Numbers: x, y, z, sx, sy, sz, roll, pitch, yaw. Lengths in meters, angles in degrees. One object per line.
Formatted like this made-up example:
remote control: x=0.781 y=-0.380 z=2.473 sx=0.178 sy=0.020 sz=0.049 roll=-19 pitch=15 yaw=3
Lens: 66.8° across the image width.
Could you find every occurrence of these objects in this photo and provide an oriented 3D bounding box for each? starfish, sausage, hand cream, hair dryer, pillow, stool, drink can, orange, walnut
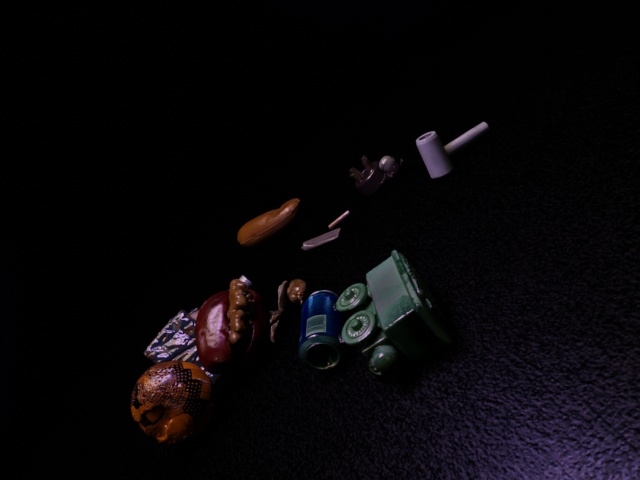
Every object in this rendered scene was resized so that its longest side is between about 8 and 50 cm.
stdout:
starfish: x=-0.129 y=0.204 z=1.509 sx=0.208 sy=0.053 sz=0.176 roll=-98 pitch=19 yaw=-64
sausage: x=-0.214 y=-0.075 z=2.134 sx=0.354 sy=0.116 sz=0.134 roll=-27 pitch=13 yaw=29
hand cream: x=0.000 y=0.000 z=1.748 sx=0.165 sy=0.037 sz=0.057 roll=-22 pitch=29 yaw=28
hair dryer: x=0.414 y=-0.300 z=1.467 sx=0.236 sy=0.131 sz=0.073 roll=-30 pitch=19 yaw=-3
pillow: x=-0.420 y=0.364 z=1.562 sx=0.189 sy=0.255 sz=0.034 roll=-50 pitch=-13 yaw=-14
stool: x=0.194 y=-0.242 z=1.727 sx=0.217 sy=0.121 sz=0.125 roll=-29 pitch=24 yaw=44
drink can: x=0.007 y=0.220 z=1.214 sx=0.118 sy=0.118 sz=0.205 roll=-35 pitch=23 yaw=20
orange: x=-0.408 y=0.450 z=1.365 sx=0.234 sy=0.234 sz=0.182 roll=-41 pitch=6 yaw=7
walnut: x=-0.259 y=0.261 z=1.476 sx=0.244 sy=0.222 sz=0.269 roll=-59 pitch=30 yaw=31

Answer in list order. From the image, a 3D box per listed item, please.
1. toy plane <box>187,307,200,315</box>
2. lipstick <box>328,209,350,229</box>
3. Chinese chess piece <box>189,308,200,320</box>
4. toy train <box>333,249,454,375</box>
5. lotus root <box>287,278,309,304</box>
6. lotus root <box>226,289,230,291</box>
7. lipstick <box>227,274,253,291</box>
toy plane: x=-0.486 y=0.318 z=1.942 sx=0.234 sy=0.082 sz=0.160 roll=-46 pitch=48 yaw=-4
lipstick: x=0.069 y=-0.075 z=1.768 sx=0.094 sy=0.019 sz=0.019 roll=-38 pitch=22 yaw=13
Chinese chess piece: x=-0.476 y=0.355 z=1.717 sx=0.250 sy=0.103 sz=0.250 roll=-43 pitch=-5 yaw=-4
toy train: x=0.145 y=0.162 z=1.044 sx=0.202 sy=0.145 sz=0.266 roll=-35 pitch=24 yaw=12
lotus root: x=-0.069 y=0.161 z=1.522 sx=0.072 sy=0.063 sz=0.152 roll=-53 pitch=19 yaw=8
lotus root: x=-0.289 y=0.224 z=1.753 sx=0.258 sy=0.097 sz=0.110 roll=-1 pitch=44 yaw=55
lipstick: x=-0.371 y=0.249 z=1.892 sx=0.264 sy=0.059 sz=0.059 roll=-49 pitch=22 yaw=-10
